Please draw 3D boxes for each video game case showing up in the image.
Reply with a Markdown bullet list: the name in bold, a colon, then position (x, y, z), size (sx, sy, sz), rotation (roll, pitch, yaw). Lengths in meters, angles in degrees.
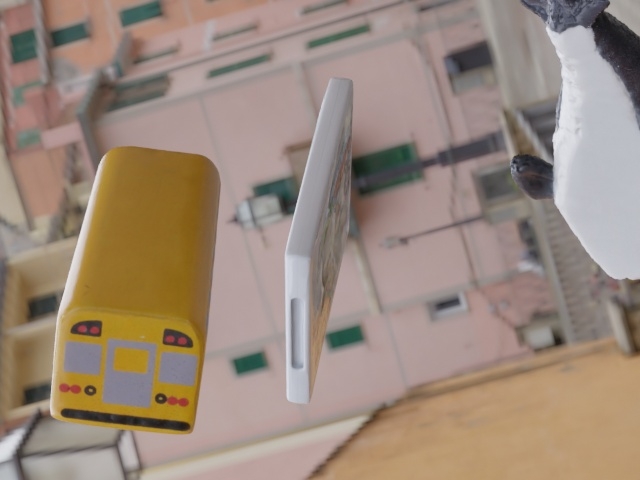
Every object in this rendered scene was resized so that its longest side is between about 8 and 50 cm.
- **video game case**: position (0.000, 0.000, 0.885), size (0.143, 0.019, 0.157), rotation (90, -170, -48)

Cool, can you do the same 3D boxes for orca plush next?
- **orca plush**: position (0.210, -0.099, 1.026), size (0.287, 0.151, 0.102), rotation (50, -135, -34)

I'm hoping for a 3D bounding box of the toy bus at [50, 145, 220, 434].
- **toy bus**: position (-0.140, 0.025, 1.111), size (0.332, 0.108, 0.130), rotation (-92, 10, -61)
